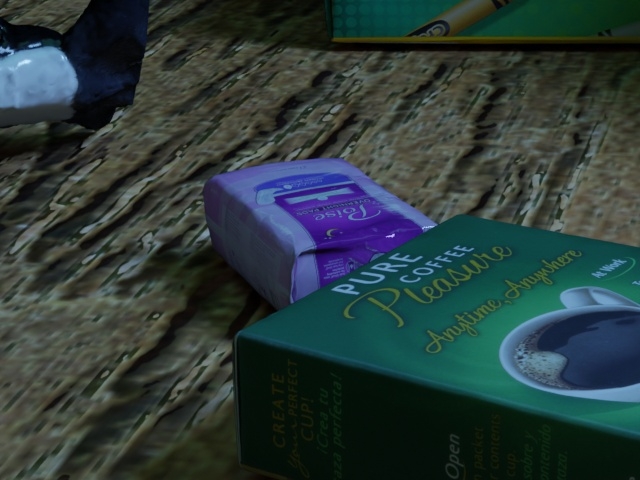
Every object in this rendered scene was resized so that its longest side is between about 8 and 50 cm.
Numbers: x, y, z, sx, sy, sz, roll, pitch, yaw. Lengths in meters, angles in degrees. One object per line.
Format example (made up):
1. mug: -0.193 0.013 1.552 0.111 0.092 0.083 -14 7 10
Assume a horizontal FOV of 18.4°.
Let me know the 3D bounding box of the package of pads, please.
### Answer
1. package of pads: 0.000 0.000 0.606 0.050 0.032 0.083 -12 23 -18

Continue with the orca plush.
1. orca plush: -0.201 -0.088 0.683 0.287 0.102 0.151 -9 -10 -16

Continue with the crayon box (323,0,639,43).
1. crayon box: 0.148 -0.149 0.919 0.279 0.081 0.165 1 20 7

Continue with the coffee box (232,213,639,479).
1. coffee box: 0.083 0.040 0.479 0.184 0.040 0.113 11 24 31
